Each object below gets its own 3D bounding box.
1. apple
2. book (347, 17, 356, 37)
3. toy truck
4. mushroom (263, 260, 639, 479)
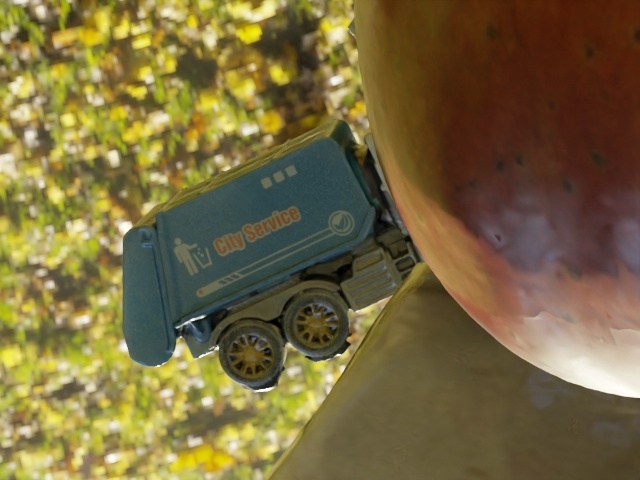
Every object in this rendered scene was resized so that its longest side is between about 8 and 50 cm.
[{"bbox_3d":[0.156,-0.115,0.532,0.295,0.328,0.365,-26,122,-58],"label":"apple"},{"bbox_3d":[0.201,-0.166,1.479,0.031,0.379,0.264,-23,159,-41],"label":"book"},{"bbox_3d":[0.000,0.000,1.255,0.367,0.175,0.146,-24,-170,9],"label":"toy truck"},{"bbox_3d":[0.169,0.114,0.748,0.407,0.154,0.137,11,170,-5],"label":"mushroom"}]
